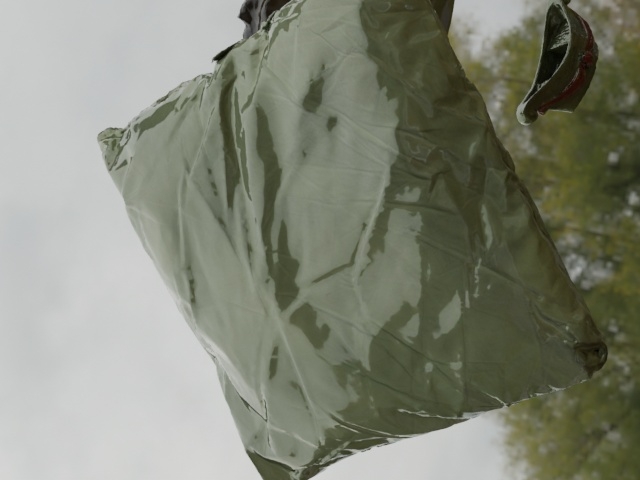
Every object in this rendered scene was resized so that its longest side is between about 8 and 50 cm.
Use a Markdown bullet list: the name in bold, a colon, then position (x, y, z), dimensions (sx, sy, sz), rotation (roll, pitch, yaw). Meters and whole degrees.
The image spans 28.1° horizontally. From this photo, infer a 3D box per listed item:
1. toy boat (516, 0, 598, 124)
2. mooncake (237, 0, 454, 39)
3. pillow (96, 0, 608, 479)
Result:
- **toy boat**: position (0.290, -0.213, 1.551), dimensions (0.071, 0.089, 0.185), rotation (25, -109, -18)
- **mooncake**: position (0.036, -0.260, 1.472), dimensions (0.324, 0.187, 0.324), rotation (17, -90, -76)
- **pillow**: position (0.000, 0.002, 0.776), dimensions (0.076, 0.280, 0.274), rotation (-26, -92, -50)
